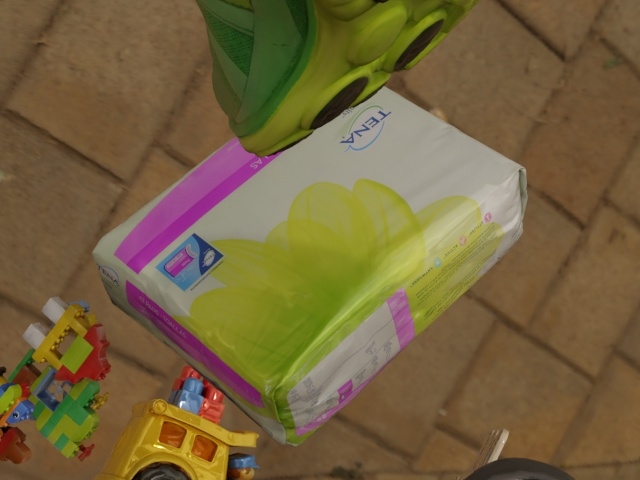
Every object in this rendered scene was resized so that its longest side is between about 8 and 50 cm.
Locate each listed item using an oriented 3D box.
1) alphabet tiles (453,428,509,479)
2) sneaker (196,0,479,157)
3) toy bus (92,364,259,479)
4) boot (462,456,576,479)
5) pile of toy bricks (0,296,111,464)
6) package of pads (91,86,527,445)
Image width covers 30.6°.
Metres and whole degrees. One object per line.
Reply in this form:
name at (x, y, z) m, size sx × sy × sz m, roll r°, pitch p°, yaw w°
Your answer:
alphabet tiles at (0.150, 0.350, 1.406) m, size 0.021 × 0.284 × 0.278 m, roll 27°, pitch 83°, yaw 6°
sneaker at (-0.006, -0.117, 0.390) m, size 0.109 × 0.295 × 0.123 m, roll -35°, pitch 83°, yaw -11°
toy bus at (-0.149, 0.273, 1.461) m, size 0.220 × 0.149 × 0.212 m, roll 27°, pitch 70°, yaw -16°
boot at (0.100, 0.374, 0.897) m, size 0.284 × 0.138 × 0.378 m, roll 80°, pitch 29°, yaw -62°
pile of toy bricks at (-0.249, 0.159, 1.093) m, size 0.105 × 0.118 × 0.212 m, roll 40°, pitch 101°, yaw 11°
package of pads at (0.000, 0.000, 0.961) m, size 0.296 × 0.229 × 0.101 m, roll -41°, pitch 147°, yaw -21°
